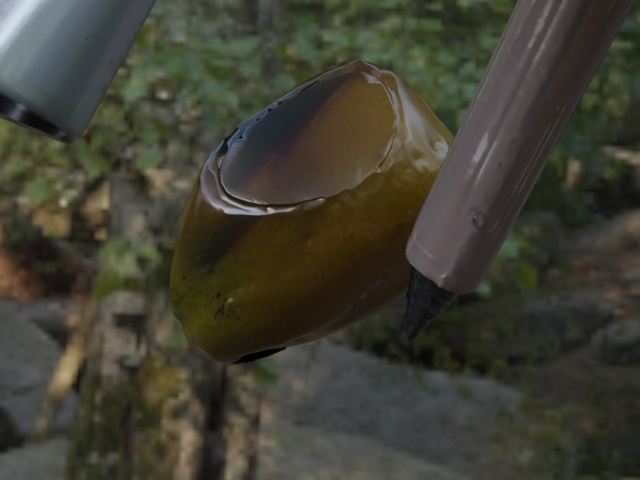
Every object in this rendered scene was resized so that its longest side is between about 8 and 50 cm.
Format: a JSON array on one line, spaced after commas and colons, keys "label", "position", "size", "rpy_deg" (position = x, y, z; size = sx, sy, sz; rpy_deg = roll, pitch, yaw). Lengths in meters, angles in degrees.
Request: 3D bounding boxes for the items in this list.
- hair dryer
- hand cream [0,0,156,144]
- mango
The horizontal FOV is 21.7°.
[{"label": "hair dryer", "position": [0.107, -0.097, 0.834], "size": [0.106, 0.344, 0.189], "rpy_deg": [21, 26, -11]}, {"label": "hand cream", "position": [-0.154, -0.243, 1.264], "size": [0.118, 0.359, 0.185], "rpy_deg": [34, -9, -35]}, {"label": "mango", "position": [0.000, 0.000, 1.196], "size": [0.236, 0.136, 0.166], "rpy_deg": [-31, -36, -4]}]
